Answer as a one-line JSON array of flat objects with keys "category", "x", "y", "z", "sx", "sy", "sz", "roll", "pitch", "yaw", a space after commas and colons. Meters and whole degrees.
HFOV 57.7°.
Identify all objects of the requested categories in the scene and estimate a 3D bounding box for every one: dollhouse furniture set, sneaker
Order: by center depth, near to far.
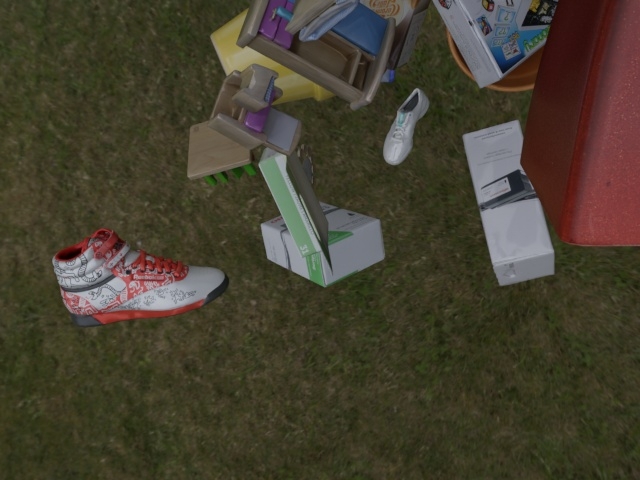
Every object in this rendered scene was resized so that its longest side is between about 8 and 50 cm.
[{"category": "dollhouse furniture set", "x": 0.044, "y": -0.248, "z": 0.679, "sx": 0.198, "sy": 0.303, "sz": 0.286, "roll": 22, "pitch": 78, "yaw": -25}, {"category": "sneaker", "x": -0.296, "y": 0.049, "z": 0.952, "sx": 0.270, "sy": 0.090, "sz": 0.145, "roll": -11, "pitch": 116, "yaw": -2}, {"category": "sneaker", "x": 0.221, "y": -0.310, "z": 1.563, "sx": 0.080, "sy": 0.094, "sz": 0.212, "roll": 23, "pitch": 90, "yaw": 19}]

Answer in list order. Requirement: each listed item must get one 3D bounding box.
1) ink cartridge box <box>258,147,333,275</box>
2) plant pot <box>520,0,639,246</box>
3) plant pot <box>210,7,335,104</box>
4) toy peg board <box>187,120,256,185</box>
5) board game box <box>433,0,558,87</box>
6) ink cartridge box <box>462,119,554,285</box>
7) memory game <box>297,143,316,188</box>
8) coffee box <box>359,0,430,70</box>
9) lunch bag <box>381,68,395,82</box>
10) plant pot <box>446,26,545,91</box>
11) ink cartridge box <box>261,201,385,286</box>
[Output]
[{"category": "ink cartridge box", "x": -0.038, "y": -0.052, "z": 0.896, "sx": 0.056, "sy": 0.235, "sz": 0.171, "roll": -21, "pitch": 109, "yaw": 8}, {"category": "plant pot", "x": 0.324, "y": -0.153, "z": 0.486, "sx": 0.267, "sy": 0.267, "sz": 0.236, "roll": -1, "pitch": 112, "yaw": 12}, {"category": "plant pot", "x": -0.086, "y": -0.389, "z": 1.197, "sx": 0.239, "sy": 0.254, "sz": 0.254, "roll": -23, "pitch": 81, "yaw": -2}, {"category": "toy peg board", "x": -0.230, "y": -0.215, "z": 1.409, "sx": 0.161, "sy": 0.079, "sz": 0.161, "roll": -13, "pitch": 57, "yaw": 13}, {"category": "board game box", "x": 0.327, "y": -0.415, "z": 0.981, "sx": 0.305, "sy": 0.053, "sz": 0.193, "roll": -39, "pitch": 104, "yaw": -26}, {"category": "ink cartridge box", "x": 0.546, "y": -0.097, "z": 1.677, "sx": 0.166, "sy": 0.285, "sz": 0.395, "roll": -14, "pitch": 70, "yaw": 19}, {"category": "memory game", "x": -0.048, "y": -0.223, "z": 1.898, "sx": 0.012, "sy": 0.186, "sz": 0.186, "roll": 0, "pitch": 89, "yaw": 19}, {"category": "coffee box", "x": 0.163, "y": -0.531, "z": 1.310, "sx": 0.141, "sy": 0.098, "sz": 0.247, "roll": 29, "pitch": 128, "yaw": 15}, {"category": "lunch bag", "x": 0.075, "y": -0.687, "z": 1.752, "sx": 0.327, "sy": 0.239, "sz": 0.386, "roll": -1, "pitch": 115, "yaw": -18}, {"category": "plant pot", "x": 0.405, "y": -0.487, "z": 1.230, "sx": 0.290, "sy": 0.203, "sz": 0.291, "roll": 3, "pitch": 122, "yaw": 4}, {"category": "ink cartridge box", "x": 0.000, "y": 0.000, "z": 1.597, "sx": 0.289, "sy": 0.211, "sz": 0.122, "roll": 21, "pitch": 128, "yaw": 50}]
